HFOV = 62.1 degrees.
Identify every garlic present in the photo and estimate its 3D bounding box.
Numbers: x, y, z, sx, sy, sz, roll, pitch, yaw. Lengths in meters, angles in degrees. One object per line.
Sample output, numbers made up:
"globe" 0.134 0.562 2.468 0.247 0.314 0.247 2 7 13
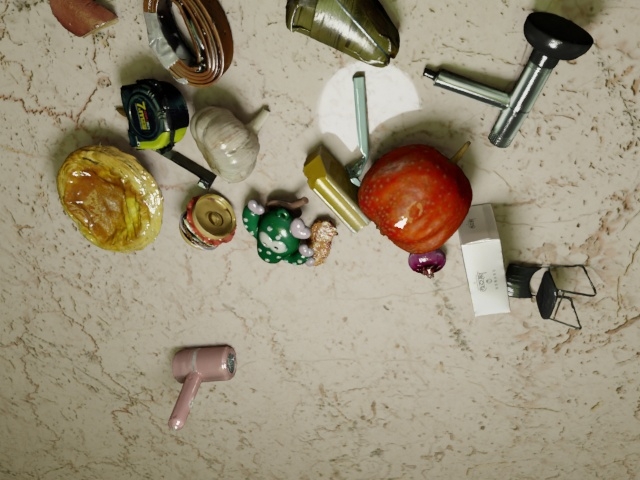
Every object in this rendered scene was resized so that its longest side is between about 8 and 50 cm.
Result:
"garlic" -0.223 -0.279 1.437 0.212 0.218 0.219 -36 118 -14

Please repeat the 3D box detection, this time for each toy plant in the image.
"toy plant" -0.126 -0.017 1.592 0.232 0.113 0.243 14 139 23

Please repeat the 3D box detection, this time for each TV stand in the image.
"TV stand" -0.429 -0.232 1.554 0.256 0.049 0.040 31 124 -12

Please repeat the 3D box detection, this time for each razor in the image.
"razor" 0.105 -0.294 1.416 0.056 0.111 0.278 0 115 -5

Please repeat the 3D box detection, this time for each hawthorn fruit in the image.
"hawthorn fruit" 0.272 -0.136 1.396 0.287 0.287 0.330 40 107 -17

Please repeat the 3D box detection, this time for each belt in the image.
"belt" -0.327 -0.516 1.315 0.184 0.105 0.261 -9 122 17

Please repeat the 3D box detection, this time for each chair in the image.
"chair" 0.670 0.156 1.583 0.221 0.145 0.140 7 124 6

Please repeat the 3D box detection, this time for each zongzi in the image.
"zongzi" 0.088 -0.574 1.194 0.286 0.138 0.300 21 122 -8

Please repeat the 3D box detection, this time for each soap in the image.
"soap" 0.048 -0.143 1.483 0.073 0.140 0.232 -35 112 24

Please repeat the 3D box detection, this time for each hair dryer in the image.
"hair dryer" 0.418 -0.390 1.258 0.284 0.156 0.320 16 134 -14
"hair dryer" -0.438 0.526 1.878 0.210 0.352 0.125 -6 124 12

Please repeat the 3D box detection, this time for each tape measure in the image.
"tape measure" -0.433 -0.330 1.417 0.186 0.112 0.199 9 118 36

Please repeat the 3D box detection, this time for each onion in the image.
"onion" 0.321 0.066 1.603 0.115 0.105 0.115 -5 158 -2

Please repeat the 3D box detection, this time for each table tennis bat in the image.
"table tennis bat" -0.080 -0.143 1.583 0.107 0.119 0.170 28 153 -30

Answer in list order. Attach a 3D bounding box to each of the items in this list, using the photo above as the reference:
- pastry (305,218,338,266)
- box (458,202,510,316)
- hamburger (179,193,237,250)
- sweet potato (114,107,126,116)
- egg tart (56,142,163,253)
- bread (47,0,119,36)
"pastry" -0.002 -0.001 1.637 0.087 0.063 0.169 22 120 -4
"box" 0.464 0.056 1.517 0.111 0.194 0.260 -12 120 16
"hamburger" -0.345 -0.044 1.601 0.175 0.175 0.137 38 133 -16
"sweet potato" -0.525 -0.359 1.500 0.115 0.026 0.026 6 124 2
"egg tart" -0.609 -0.131 1.592 0.351 0.150 0.352 5 119 9
"bread" -0.615 -0.572 1.344 0.192 0.067 0.119 30 123 -11
